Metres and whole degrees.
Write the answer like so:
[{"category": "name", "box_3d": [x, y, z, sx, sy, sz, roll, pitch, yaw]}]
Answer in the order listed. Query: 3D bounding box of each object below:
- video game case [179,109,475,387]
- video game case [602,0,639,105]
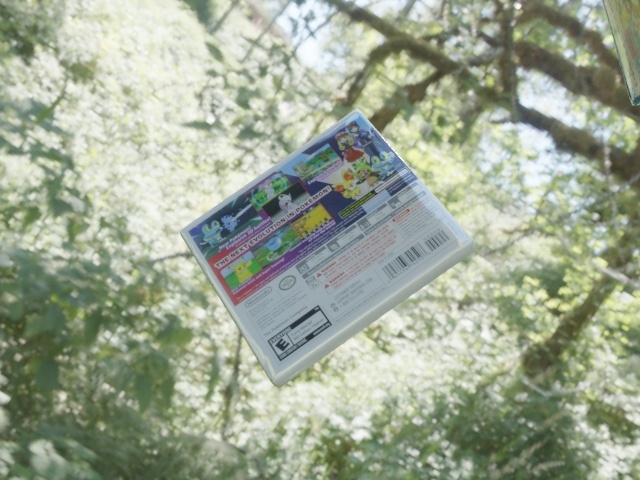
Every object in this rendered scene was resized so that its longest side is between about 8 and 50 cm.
[{"category": "video game case", "box_3d": [0.000, 0.000, 0.754, 0.183, 0.201, 0.023, 54, -3, 33]}, {"category": "video game case", "box_3d": [0.223, -0.167, 0.580, 0.166, 0.015, 0.119, 59, 17, -84]}]
